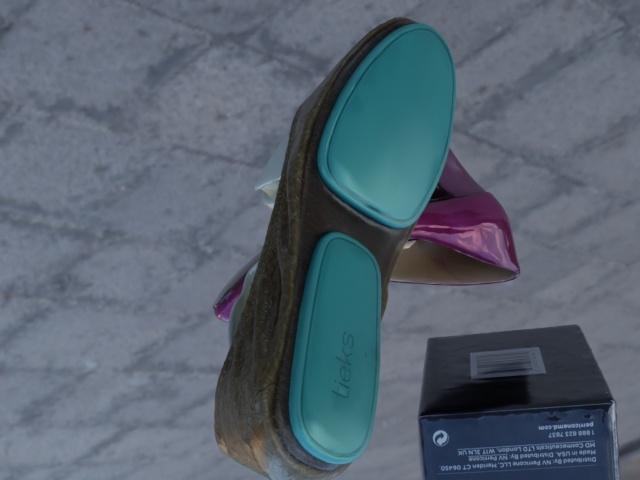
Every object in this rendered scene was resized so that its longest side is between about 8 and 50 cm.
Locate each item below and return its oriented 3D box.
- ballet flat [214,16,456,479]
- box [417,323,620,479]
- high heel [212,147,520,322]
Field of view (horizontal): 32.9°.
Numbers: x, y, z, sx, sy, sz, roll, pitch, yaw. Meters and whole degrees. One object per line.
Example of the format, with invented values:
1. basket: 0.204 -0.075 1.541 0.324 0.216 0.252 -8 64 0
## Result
1. ballet flat: 0.000 0.000 0.726 0.116 0.342 0.124 32 148 -33
2. box: 0.199 0.265 1.083 0.182 0.294 0.296 -6 -173 9
3. high heel: 0.066 0.033 1.114 0.377 0.181 0.127 -32 177 -34
